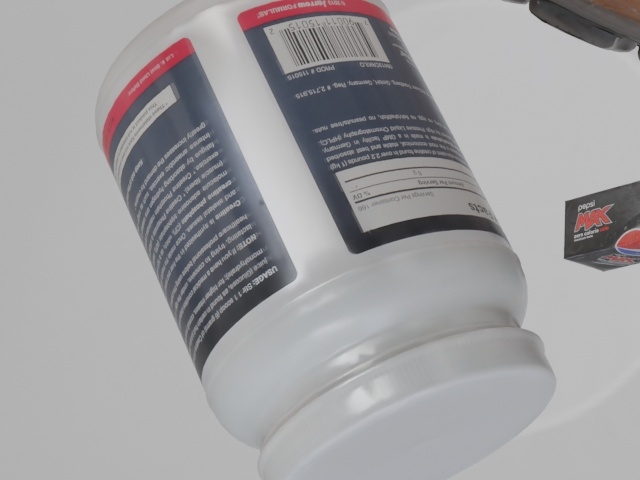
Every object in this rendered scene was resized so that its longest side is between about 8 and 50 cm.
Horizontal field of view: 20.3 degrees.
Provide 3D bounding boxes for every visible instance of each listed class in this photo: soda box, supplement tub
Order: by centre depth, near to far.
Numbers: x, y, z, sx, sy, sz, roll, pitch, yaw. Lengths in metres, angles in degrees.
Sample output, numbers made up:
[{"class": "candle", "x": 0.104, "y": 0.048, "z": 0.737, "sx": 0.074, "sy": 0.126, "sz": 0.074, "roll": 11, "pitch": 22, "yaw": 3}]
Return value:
[{"class": "supplement tub", "x": 0.000, "y": 0.000, "z": 1.018, "sx": 0.272, "sy": 0.191, "sz": 0.191, "roll": 65, "pitch": -174, "yaw": 24}, {"class": "soda box", "x": 0.288, "y": -0.019, "z": 1.537, "sx": 0.053, "sy": 0.169, "sz": 0.060, "roll": 16, "pitch": -111, "yaw": -36}]

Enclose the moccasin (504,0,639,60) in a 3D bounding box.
[{"class": "moccasin", "x": 0.058, "y": -0.169, "z": 0.565, "sx": 0.380, "sy": 0.147, "sz": 0.139, "roll": 31, "pitch": -161, "yaw": -8}]
